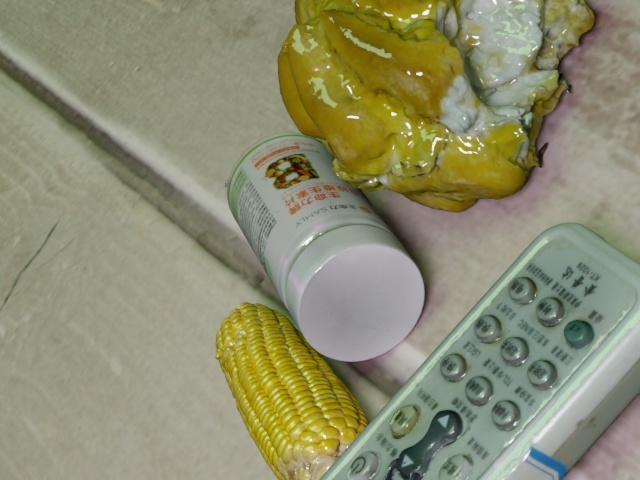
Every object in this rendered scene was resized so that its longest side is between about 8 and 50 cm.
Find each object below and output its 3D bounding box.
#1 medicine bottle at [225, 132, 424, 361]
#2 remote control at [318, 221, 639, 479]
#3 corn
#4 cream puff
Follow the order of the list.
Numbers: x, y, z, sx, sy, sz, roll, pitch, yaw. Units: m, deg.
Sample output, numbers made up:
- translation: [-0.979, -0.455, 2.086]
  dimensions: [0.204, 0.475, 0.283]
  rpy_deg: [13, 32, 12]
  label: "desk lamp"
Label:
- translation: [0.000, 0.000, 1.276]
  dimensions: [0.086, 0.086, 0.183]
  rpy_deg: [-45, 31, 6]
  label: "medicine bottle"
- translation: [0.065, 0.140, 1.059]
  dimensions: [0.335, 0.065, 0.128]
  rpy_deg: [-48, 33, 0]
  label: "remote control"
- translation: [-0.019, 0.100, 1.207]
  dimensions: [0.067, 0.067, 0.206]
  rpy_deg: [-46, 31, 4]
  label: "corn"
- translation: [0.060, -0.130, 1.265]
  dimensions: [0.195, 0.195, 0.221]
  rpy_deg: [-16, 40, 42]
  label: "cream puff"
